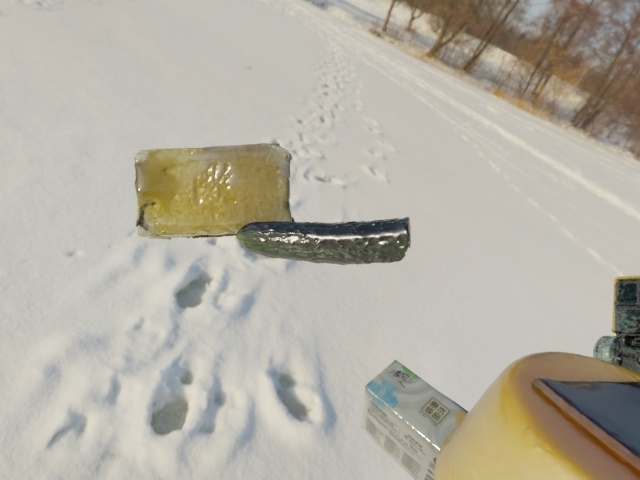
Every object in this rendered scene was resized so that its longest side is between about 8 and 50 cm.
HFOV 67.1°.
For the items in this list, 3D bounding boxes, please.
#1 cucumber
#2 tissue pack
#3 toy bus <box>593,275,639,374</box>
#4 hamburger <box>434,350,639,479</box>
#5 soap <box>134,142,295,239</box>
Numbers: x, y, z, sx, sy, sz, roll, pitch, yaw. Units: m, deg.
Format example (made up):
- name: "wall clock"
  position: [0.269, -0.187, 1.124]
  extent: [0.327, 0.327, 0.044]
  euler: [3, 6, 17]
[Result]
- name: "cucumber"
  position: [0.000, 0.000, 0.569]
  extent: [0.214, 0.058, 0.052]
  euler: [0, 54, 16]
- name: "tissue pack"
  position: [0.199, 0.322, 0.829]
  extent: [0.229, 0.159, 0.145]
  euler: [34, 53, 31]
- name: "toy bus"
  position: [0.398, 0.209, 0.544]
  extent: [0.123, 0.336, 0.121]
  euler: [11, -10, -19]
- name: "hamburger"
  position: [0.220, 0.208, 0.319]
  extent: [0.300, 0.176, 0.300]
  euler: [12, 16, -3]
- name: "soap"
  position: [-0.156, -0.073, 0.735]
  extent: [0.233, 0.135, 0.076]
  euler: [-3, -2, -5]
